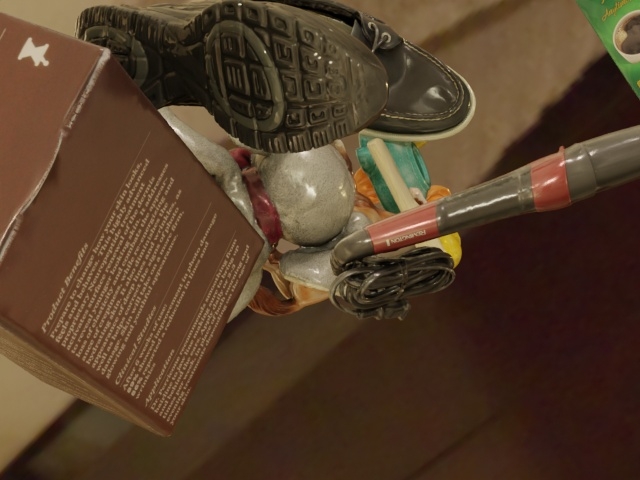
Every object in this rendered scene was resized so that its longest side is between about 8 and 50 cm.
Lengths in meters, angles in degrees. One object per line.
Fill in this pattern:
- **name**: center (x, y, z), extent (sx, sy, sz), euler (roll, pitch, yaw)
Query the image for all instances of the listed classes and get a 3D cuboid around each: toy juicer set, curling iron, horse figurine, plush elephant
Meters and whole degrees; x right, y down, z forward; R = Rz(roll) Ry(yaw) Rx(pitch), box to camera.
- **toy juicer set**: center (0.099, -0.044, 2.152), extent (0.329, 0.089, 0.209), euler (-54, 121, -75)
- **curling iron**: center (0.127, -0.027, 0.944), extent (0.274, 0.068, 0.035), euler (-25, 60, -4)
- **horse figurine**: center (0.000, 0.000, 2.040), extent (0.263, 0.066, 0.174), euler (-45, 115, -9)
- **plush elephant**: center (-0.084, -0.044, 1.818), extent (0.255, 0.330, 0.272), euler (-20, 110, -23)

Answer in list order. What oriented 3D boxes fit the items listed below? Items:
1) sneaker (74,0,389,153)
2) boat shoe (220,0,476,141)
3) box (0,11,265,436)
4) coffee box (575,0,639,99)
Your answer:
- **sneaker**: center (-0.052, -0.137, 1.282), extent (0.130, 0.286, 0.109), euler (-19, 117, -44)
- **boat shoe**: center (0.024, -0.224, 2.091), extent (0.340, 0.113, 0.127), euler (29, 78, 17)
- **box**: center (-0.184, -0.001, 1.281), extent (0.143, 0.381, 0.191), euler (22, 77, 19)
- **coffee box**: center (0.350, -0.215, 1.790), extent (0.184, 0.113, 0.040), euler (58, 28, 10)
